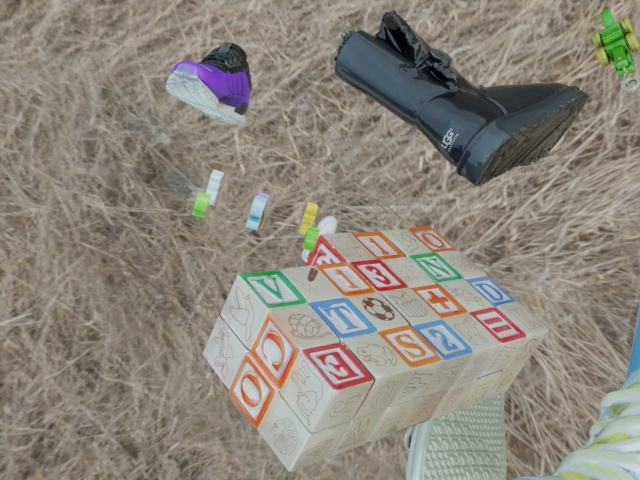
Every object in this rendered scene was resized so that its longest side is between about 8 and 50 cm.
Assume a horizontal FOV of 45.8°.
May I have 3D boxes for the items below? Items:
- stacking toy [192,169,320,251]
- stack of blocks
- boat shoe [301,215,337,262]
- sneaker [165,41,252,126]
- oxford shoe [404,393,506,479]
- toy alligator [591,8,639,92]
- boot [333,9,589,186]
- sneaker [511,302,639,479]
[{"bbox_3d":[-0.083,-0.044,1.050,0.167,0.221,0.052,17,97,-5],"label":"stacking toy"},{"bbox_3d":[0.048,0.077,0.681,0.171,0.297,0.087,45,123,33],"label":"stack of blocks"},{"bbox_3d":[0.000,0.000,1.404,0.035,0.035,0.100,35,93,-17],"label":"boat shoe"},{"bbox_3d":[-0.206,-0.328,1.488,0.102,0.293,0.146,18,89,12],"label":"sneaker"},{"bbox_3d":[0.199,0.304,1.189,0.130,0.449,0.169,-37,98,26],"label":"oxford shoe"},{"bbox_3d":[0.441,-0.267,1.111,0.056,0.051,0.190,-24,45,29],"label":"toy alligator"},{"bbox_3d":[0.152,-0.167,0.808,0.207,0.246,0.094,44,132,20],"label":"boot"},{"bbox_3d":[0.153,0.126,0.394,0.208,0.127,0.319,19,58,-10],"label":"sneaker"}]
